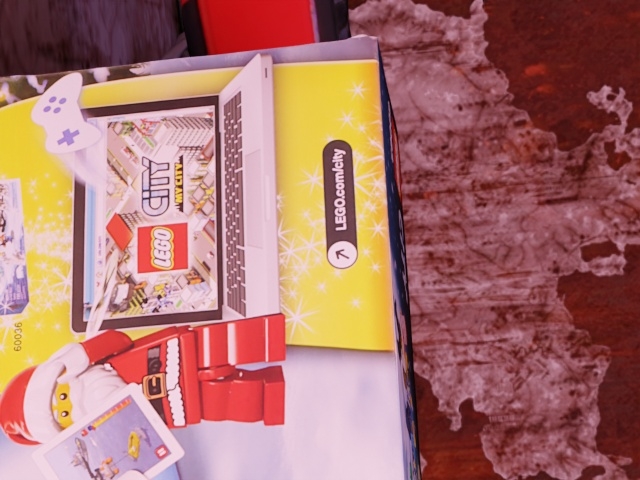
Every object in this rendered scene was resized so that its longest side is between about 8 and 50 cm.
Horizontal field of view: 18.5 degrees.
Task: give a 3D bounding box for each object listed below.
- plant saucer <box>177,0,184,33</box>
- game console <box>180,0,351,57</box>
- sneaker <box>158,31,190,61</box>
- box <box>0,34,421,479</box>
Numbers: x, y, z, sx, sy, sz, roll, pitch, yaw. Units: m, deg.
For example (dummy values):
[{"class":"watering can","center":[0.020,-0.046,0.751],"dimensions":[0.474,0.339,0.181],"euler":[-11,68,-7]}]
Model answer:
[{"class":"plant saucer","center":[-0.071,-0.147,1.195],"dimensions":[0.119,0.021,0.119],"euler":[-4,90,-84]},{"class":"game console","center":[0.000,0.000,0.696],"dimensions":[0.386,0.060,0.342],"euler":[79,-2,-60]},{"class":"sneaker","center":[-0.043,-0.070,1.028],"dimensions":[0.258,0.094,0.091],"euler":[-81,170,-66]},{"class":"box","center":[-0.059,0.078,0.371],"dimensions":[0.044,0.159,0.233],"euler":[70,16,-63]}]
